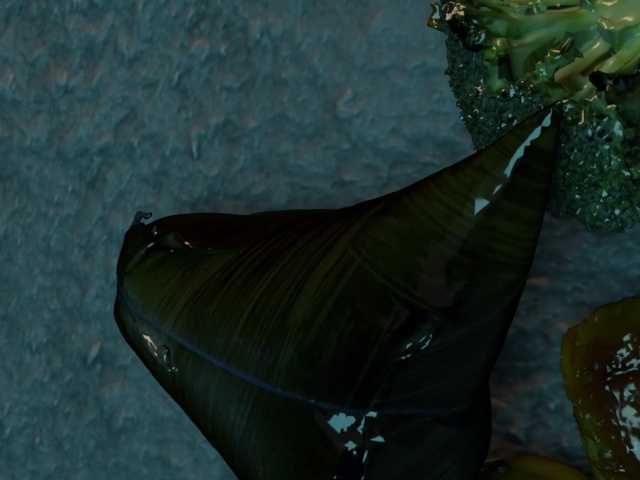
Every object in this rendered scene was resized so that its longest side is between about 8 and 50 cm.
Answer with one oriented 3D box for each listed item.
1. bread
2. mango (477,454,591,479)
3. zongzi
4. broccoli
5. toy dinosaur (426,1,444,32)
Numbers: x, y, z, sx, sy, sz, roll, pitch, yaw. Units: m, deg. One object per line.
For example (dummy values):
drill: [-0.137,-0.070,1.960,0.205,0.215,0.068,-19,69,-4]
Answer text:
bread: [0.373,0.091,1.052,0.380,0.109,0.185,-23,80,26]
mango: [0.154,0.301,1.171,0.167,0.130,0.262,34,114,14]
zongzi: [0.000,0.000,1.107,0.403,0.207,0.432,42,128,39]
broccoli: [0.251,-0.184,1.056,0.361,0.252,0.221,-44,109,-13]
toy dinosaur: [0.161,-0.218,1.167,0.162,0.039,0.126,18,97,6]
